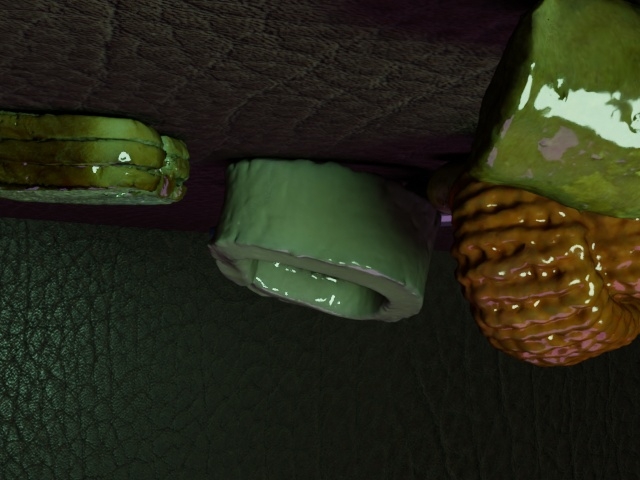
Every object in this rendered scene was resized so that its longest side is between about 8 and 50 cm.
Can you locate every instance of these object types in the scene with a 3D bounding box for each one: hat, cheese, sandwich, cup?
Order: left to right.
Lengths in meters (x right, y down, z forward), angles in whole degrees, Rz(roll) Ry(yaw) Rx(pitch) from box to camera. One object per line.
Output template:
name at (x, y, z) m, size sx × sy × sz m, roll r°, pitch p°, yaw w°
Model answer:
sandwich at (-0.298, -0.095, 1.697) m, size 0.249 × 0.095 × 0.273 m, roll 3°, pitch 177°, yaw 9°
cheese at (-0.001, 0.003, 2.008) m, size 0.332 × 0.153 × 0.292 m, roll 18°, pitch 162°, yaw -11°
cup at (0.186, -0.061, 2.106) m, size 0.116 × 0.074 × 0.104 m, roll -2°, pitch -161°, yaw 9°
hat at (0.345, -0.038, 1.515) m, size 0.400 × 0.285 × 0.285 m, roll -29°, pitch 161°, yaw 26°

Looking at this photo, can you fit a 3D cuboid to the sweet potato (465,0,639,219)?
sweet potato at (0.242, -0.088, 0.972) m, size 0.370 × 0.157 × 0.158 m, roll 6°, pitch 175°, yaw -34°

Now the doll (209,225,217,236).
doll at (-0.039, -0.022, 2.267) m, size 0.314 × 0.141 × 0.177 m, roll -2°, pitch 179°, yaw 23°

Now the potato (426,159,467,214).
potato at (0.214, -0.068, 1.790) m, size 0.170 × 0.080 × 0.107 m, roll 4°, pitch -175°, yaw 45°
